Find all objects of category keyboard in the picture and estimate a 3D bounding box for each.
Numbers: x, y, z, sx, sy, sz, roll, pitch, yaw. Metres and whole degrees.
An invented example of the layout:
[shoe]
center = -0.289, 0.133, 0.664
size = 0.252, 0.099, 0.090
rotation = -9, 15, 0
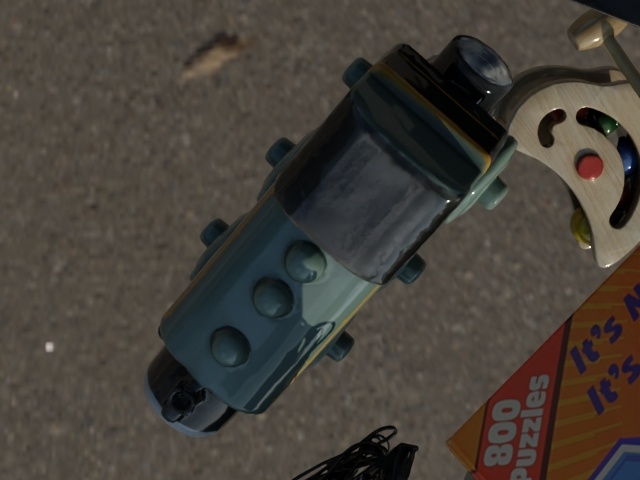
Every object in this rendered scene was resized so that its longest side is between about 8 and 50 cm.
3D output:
[keyboard]
center = -0.003, 0.178, 1.159
size = 0.038, 0.100, 0.192
rotation = 30, 142, -13

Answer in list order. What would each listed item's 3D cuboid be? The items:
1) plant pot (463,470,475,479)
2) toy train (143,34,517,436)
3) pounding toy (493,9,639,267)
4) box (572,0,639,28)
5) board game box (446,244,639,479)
[plant pot]
center = 0.185, 0.213, 1.333
size = 0.165, 0.234, 0.165
rotation = 21, 131, -9
[toy train]
center = 0.000, 0.000, 1.220
size = 0.142, 0.190, 0.334
rotation = 43, 120, 1
[pounding toy]
center = 0.271, -0.096, 1.839
size = 0.154, 0.155, 0.269
rotation = -19, 111, -2
[box]
center = 0.218, -0.203, 1.359
size = 0.216, 0.270, 0.060
rotation = 28, 103, 26
[board game box]
center = 0.353, 0.138, 0.778
size = 0.356, 0.356, 0.356
rotation = -46, 131, 4
